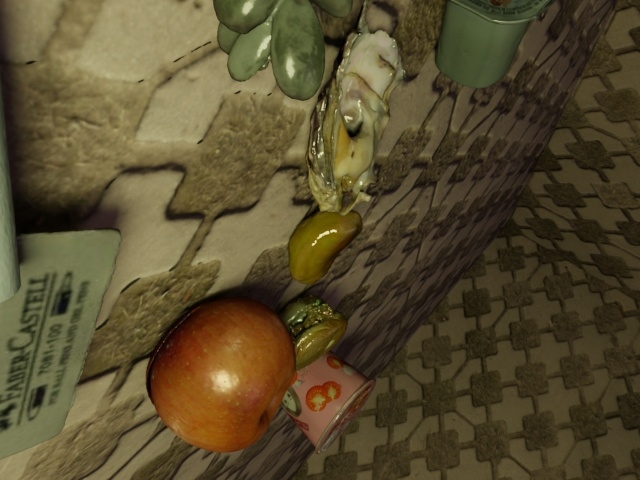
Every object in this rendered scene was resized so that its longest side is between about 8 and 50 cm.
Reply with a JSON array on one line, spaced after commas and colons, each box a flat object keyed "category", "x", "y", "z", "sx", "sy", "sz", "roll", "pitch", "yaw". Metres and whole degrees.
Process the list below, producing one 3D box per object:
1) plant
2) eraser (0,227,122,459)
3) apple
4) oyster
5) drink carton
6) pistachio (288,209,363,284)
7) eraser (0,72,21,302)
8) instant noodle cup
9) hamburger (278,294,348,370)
[{"category": "plant", "x": -0.025, "y": -0.282, "z": 0.416, "sx": 0.149, "sy": 0.146, "sz": 0.275, "roll": -5, "pitch": 131, "yaw": -34}, {"category": "eraser", "x": -0.322, "y": 0.121, "z": 0.480, "sx": 0.111, "sy": 0.077, "sz": 0.353, "roll": -9, "pitch": 130, "yaw": -58}, {"category": "apple", "x": -0.156, "y": 0.227, "z": 0.760, "sx": 0.251, "sy": 0.206, "sz": 0.272, "roll": -20, "pitch": 138, "yaw": -55}, {"category": "oyster", "x": 0.048, "y": -0.199, "z": 0.695, "sx": 0.271, "sy": 0.100, "sz": 0.275, "roll": -51, "pitch": 143, "yaw": -10}, {"category": "drink carton", "x": 0.295, "y": -0.389, "z": 0.794, "sx": 0.185, "sy": 0.191, "sz": 0.190, "roll": -46, "pitch": 161, "yaw": -19}, {"category": "pistachio", "x": -0.003, "y": 0.000, "z": 0.868, "sx": 0.110, "sy": 0.100, "sz": 0.189, "roll": 22, "pitch": 120, "yaw": -40}, {"category": "eraser", "x": -0.286, "y": -0.052, "z": 0.261, "sx": 0.174, "sy": 0.081, "sz": 0.227, "roll": -20, "pitch": 127, "yaw": -51}, {"category": "instant noodle cup", "x": -0.009, "y": 0.399, "z": 1.204, "sx": 0.243, "sy": 0.231, "sz": 0.243, "roll": -40, "pitch": 153, "yaw": -26}, {"category": "hamburger", "x": -0.036, "y": 0.224, "z": 1.066, "sx": 0.189, "sy": 0.122, "sz": 0.215, "roll": -42, "pitch": 157, "yaw": -10}]
